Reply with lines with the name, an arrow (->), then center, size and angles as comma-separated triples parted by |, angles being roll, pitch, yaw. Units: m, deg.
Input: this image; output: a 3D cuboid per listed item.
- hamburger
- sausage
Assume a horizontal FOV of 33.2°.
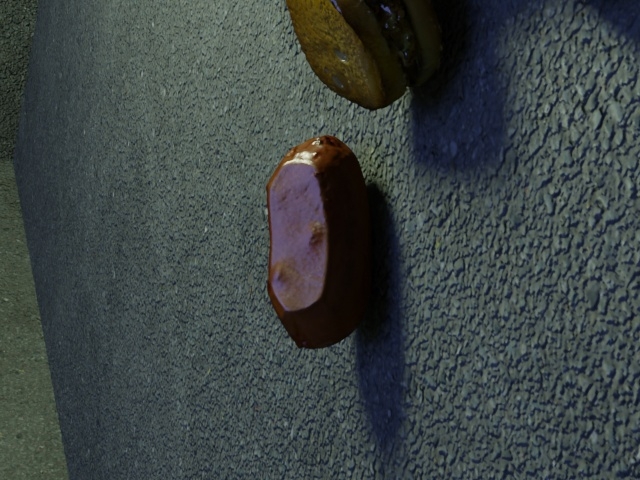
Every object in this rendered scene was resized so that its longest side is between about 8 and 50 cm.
hamburger -> 0.051, -0.240, 1.159 | 0.182, 0.118, 0.191 | 45, 167, 22
sausage -> 0.001, 0.000, 1.287 | 0.133, 0.133, 0.258 | 157, 113, -63
